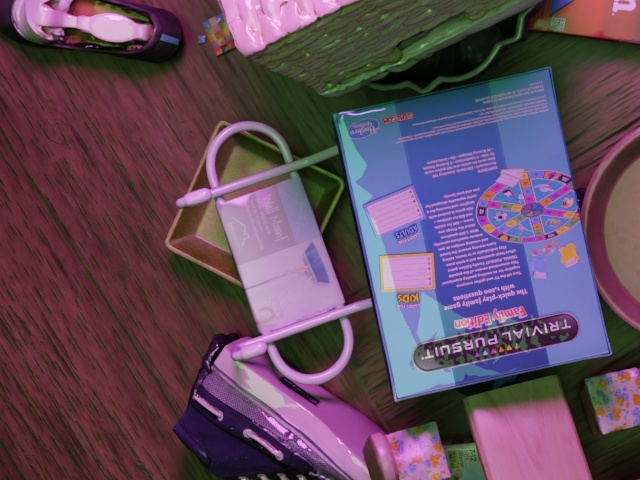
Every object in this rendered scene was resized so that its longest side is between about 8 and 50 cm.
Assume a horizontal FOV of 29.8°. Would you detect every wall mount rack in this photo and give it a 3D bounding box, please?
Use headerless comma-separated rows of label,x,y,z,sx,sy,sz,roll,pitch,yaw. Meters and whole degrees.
wall mount rack,0.000,0.000,1.482,0.304,0.130,0.350,-20,92,-5

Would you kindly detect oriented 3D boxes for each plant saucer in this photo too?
plant saucer,0.443,-0.013,1.395,0.278,0.041,0.277,0,91,19
plant saucer,-0.083,-0.036,1.583,0.188,0.045,0.188,27,100,9

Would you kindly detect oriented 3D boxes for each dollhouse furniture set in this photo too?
dollhouse furniture set,0.277,0.342,1.328,0.362,0.256,0.394,-13,73,-7

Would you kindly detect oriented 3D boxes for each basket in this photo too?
basket,0.042,-0.366,1.282,0.328,0.266,0.331,-23,83,23

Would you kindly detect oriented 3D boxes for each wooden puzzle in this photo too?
wooden puzzle,-0.125,-0.277,1.590,0.083,0.006,0.049,-23,90,13

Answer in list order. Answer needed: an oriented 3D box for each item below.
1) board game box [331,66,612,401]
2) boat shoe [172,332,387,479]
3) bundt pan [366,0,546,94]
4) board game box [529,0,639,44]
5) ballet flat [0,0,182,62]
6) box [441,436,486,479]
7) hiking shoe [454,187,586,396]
board game box,0.171,-0.007,1.390,0.254,0.079,0.335,-12,91,0
boat shoe,-0.035,0.277,1.573,0.341,0.127,0.158,37,108,15
bundt pan,0.135,-0.334,1.449,0.331,0.124,0.330,0,90,26
board game box,0.343,-0.384,1.442,0.145,0.027,0.281,9,97,10
ballet flat,-0.320,-0.296,1.584,0.281,0.096,0.095,9,97,11
box,0.197,0.361,1.564,0.114,0.036,0.206,-9,93,12
hiking shoe,0.260,0.072,1.507,0.132,0.113,0.304,36,96,-24
